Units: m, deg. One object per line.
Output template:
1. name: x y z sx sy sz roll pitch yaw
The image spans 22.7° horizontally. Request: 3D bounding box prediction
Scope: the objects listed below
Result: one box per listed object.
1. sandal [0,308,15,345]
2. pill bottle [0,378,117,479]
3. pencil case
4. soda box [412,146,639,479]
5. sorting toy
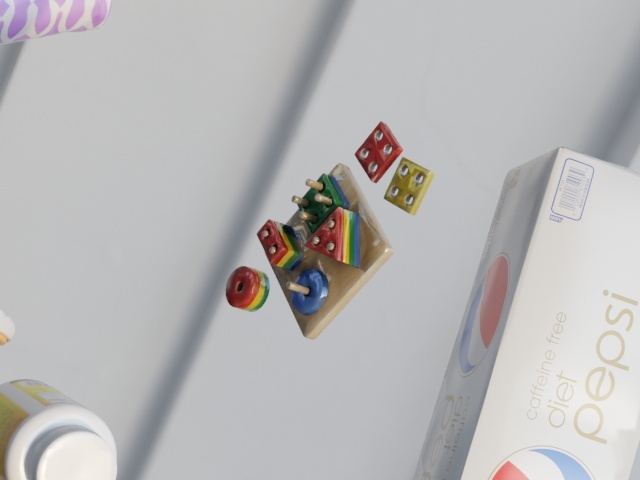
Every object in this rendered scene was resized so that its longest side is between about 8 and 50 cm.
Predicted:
1. sandal: -0.330 0.054 1.181 0.102 0.076 0.265 -5 -24 36
2. pill bottle: -0.287 0.219 1.670 0.117 0.117 0.215 16 -1 -27
3. pencil case: -0.273 -0.202 1.299 0.206 0.086 0.088 -12 74 -33
4. soda box: 0.087 0.075 0.657 0.069 0.216 0.074 20 -8 -9
5. sorting toy: 0.000 0.000 1.598 0.046 0.274 0.132 20 32 -41
